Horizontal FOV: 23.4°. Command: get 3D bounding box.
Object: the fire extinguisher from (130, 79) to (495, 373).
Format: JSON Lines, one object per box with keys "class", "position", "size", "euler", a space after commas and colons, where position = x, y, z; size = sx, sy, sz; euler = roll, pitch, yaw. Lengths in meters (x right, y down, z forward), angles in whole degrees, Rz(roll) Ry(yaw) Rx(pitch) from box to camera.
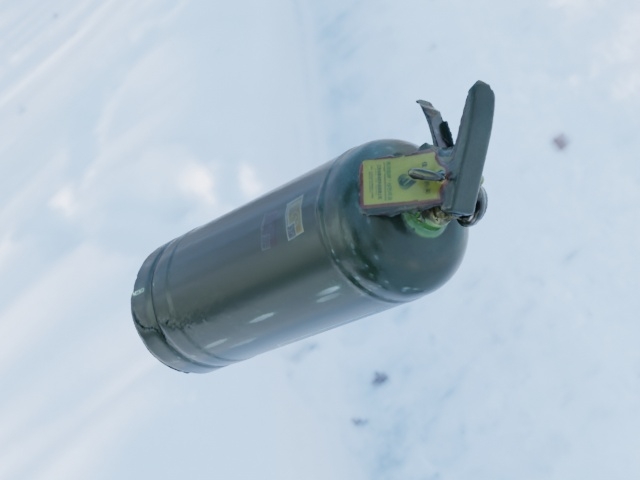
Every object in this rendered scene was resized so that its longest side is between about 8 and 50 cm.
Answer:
{"class": "fire extinguisher", "position": [0.000, 0.000, 0.934], "size": [0.311, 0.095, 0.114], "euler": [-21, 64, 51]}
